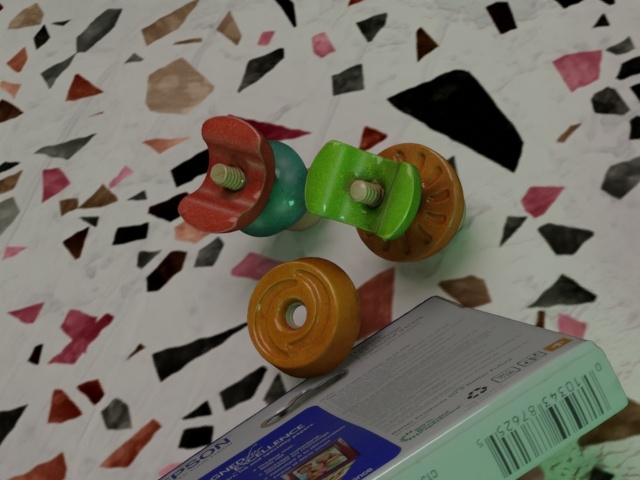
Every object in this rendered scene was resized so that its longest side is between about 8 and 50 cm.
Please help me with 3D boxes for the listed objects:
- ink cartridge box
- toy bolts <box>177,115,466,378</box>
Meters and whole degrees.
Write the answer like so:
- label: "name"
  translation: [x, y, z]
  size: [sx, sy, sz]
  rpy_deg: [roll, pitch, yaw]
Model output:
- label: "ink cartridge box"
  translation: [0.033, 0.157, 1.230]
  size: [0.303, 0.072, 0.307]
  rpy_deg: [-33, 9, -11]
- label: "toy bolts"
  translation: [0.000, 0.000, 1.426]
  size: [0.228, 0.158, 0.218]
  rpy_deg: [24, 95, 31]
